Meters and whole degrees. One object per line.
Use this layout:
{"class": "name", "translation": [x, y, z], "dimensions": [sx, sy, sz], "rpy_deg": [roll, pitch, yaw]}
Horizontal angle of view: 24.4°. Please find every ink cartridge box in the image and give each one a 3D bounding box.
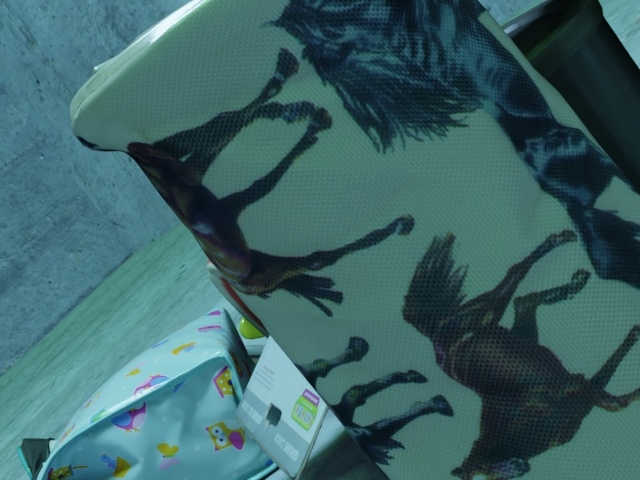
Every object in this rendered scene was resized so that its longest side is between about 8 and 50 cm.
{"class": "ink cartridge box", "translation": [0.057, 0.078, 1.267], "dimensions": [0.272, 0.130, 0.309], "rpy_deg": [-64, 11, -2]}

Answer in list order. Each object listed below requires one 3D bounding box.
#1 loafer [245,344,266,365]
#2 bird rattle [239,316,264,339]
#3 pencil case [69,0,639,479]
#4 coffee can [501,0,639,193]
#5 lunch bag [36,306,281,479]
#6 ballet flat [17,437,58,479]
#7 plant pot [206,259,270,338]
{"class": "loafer", "translation": [-0.141, 0.189, 1.774], "dimensions": [0.251, 0.087, 0.094], "rpy_deg": [-22, -12, 20]}
{"class": "bird rattle", "translation": [0.000, 0.000, 1.725], "dimensions": [0.253, 0.207, 0.143], "rpy_deg": [-38, 11, -27]}
{"class": "pencil case", "translation": [0.073, 0.046, 0.633], "dimensions": [0.160, 0.410, 0.183], "rpy_deg": [-43, 4, -42]}
{"class": "coffee can", "translation": [0.148, 0.024, 0.860], "dimensions": [0.201, 0.275, 0.201], "rpy_deg": [-35, 10, 7]}
{"class": "lunch bag", "translation": [-0.177, 0.208, 1.538], "dimensions": [0.262, 0.160, 0.223], "rpy_deg": [-31, 10, 1]}
{"class": "ballet flat", "translation": [-0.315, 0.302, 1.827], "dimensions": [0.096, 0.095, 0.280], "rpy_deg": [-28, 19, -5]}
{"class": "plant pot", "translation": [0.031, 0.000, 1.540], "dimensions": [0.243, 0.275, 0.275], "rpy_deg": [-50, 12, -14]}
